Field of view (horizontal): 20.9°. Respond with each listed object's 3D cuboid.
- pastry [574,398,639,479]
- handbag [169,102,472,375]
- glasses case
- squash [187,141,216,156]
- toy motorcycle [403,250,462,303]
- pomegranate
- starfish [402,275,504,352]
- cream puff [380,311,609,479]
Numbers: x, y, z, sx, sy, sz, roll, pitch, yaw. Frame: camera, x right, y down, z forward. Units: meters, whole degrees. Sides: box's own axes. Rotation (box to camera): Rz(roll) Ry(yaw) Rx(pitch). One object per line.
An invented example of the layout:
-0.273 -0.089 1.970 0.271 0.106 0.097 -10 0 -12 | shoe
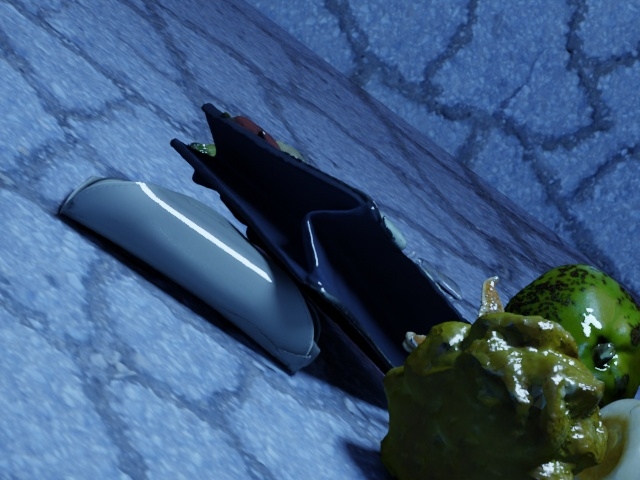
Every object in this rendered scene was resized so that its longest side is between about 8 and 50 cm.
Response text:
0.379 0.274 2.168 0.092 0.156 0.156 23 19 -27 | pastry
0.000 0.000 1.975 0.329 0.122 0.303 41 -5 41 | handbag
-0.124 0.013 1.832 0.308 0.083 0.128 35 14 -15 | glasses case
-0.100 -0.084 2.327 0.183 0.052 0.052 32 14 -15 | squash
0.133 0.063 2.402 0.122 0.080 0.215 38 7 -12 | toy motorcycle
0.349 0.158 2.379 0.204 0.222 0.276 26 -11 21 | pomegranate
0.165 0.186 1.891 0.231 0.048 0.295 -2 81 -38 | starfish
0.173 0.187 1.722 0.244 0.244 0.196 47 2 33 | cream puff
